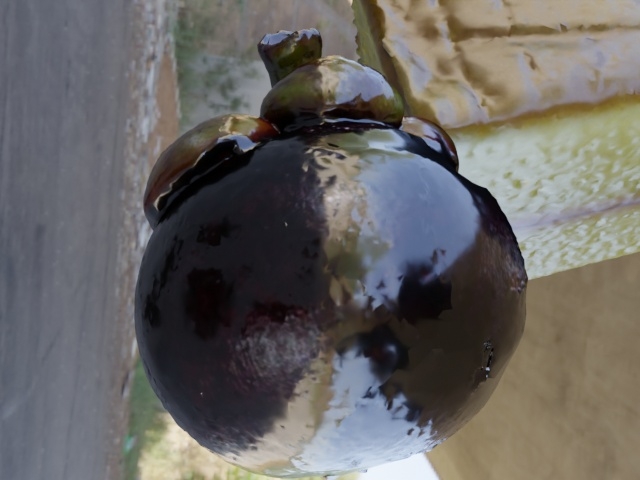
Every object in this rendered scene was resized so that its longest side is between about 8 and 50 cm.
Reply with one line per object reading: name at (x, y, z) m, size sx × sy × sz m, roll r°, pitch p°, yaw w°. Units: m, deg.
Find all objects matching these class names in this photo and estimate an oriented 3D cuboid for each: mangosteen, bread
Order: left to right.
mangosteen at (0.000, 0.000, 0.450) m, size 0.211 × 0.211 × 0.250 m, roll 112°, pitch -30°, yaw -74°
bread at (0.218, -0.120, 0.658) m, size 0.233 × 0.361 × 0.245 m, roll 79°, pitch -1°, yaw -57°
